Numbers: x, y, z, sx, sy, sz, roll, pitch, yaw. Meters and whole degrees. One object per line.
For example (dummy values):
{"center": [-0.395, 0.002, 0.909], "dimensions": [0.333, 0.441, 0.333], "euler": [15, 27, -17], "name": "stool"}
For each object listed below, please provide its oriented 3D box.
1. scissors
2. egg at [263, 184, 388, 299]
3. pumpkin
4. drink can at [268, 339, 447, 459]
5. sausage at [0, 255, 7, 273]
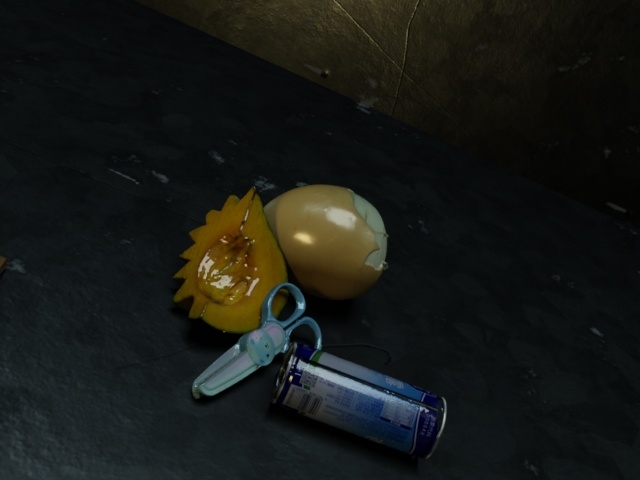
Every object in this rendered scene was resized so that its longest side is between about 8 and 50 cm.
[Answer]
{"center": [-0.092, 0.159, 0.972], "dimensions": [0.256, 0.030, 0.125], "euler": [-32, 95, -47], "name": "scissors"}
{"center": [0.000, 0.000, 1.164], "dimensions": [0.244, 0.201, 0.201], "euler": [10, 29, 2], "name": "egg"}
{"center": [-0.142, 0.058, 1.074], "dimensions": [0.149, 0.130, 0.254], "euler": [41, 49, -33], "name": "pumpkin"}
{"center": [0.052, 0.225, 0.932], "dimensions": [0.235, 0.097, 0.097], "euler": [20, 29, -4], "name": "drink can"}
{"center": [-0.464, 0.055, 0.906], "dimensions": [0.026, 0.026, 0.116], "euler": [19, 29, -8], "name": "sausage"}
